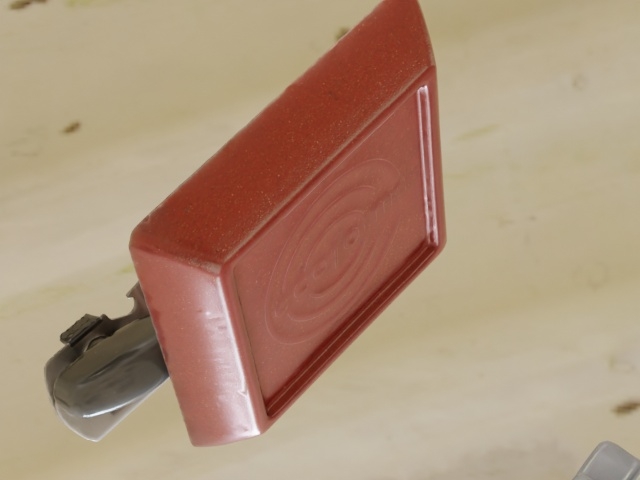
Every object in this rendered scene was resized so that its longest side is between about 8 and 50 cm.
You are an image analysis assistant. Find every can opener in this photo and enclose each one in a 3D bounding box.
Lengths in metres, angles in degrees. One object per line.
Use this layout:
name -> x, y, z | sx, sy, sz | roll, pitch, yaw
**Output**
can opener -> -0.075, 0.037, 1.184 | 0.280, 0.093, 0.074 | -43, -57, -27

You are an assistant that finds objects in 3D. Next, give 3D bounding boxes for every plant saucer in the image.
plant saucer -> 0.000, 0.000, 1.129 | 0.258, 0.047, 0.259 | -44, -30, -23

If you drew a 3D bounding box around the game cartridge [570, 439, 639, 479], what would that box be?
game cartridge -> 0.175, 0.230, 0.639 | 0.196, 0.294, 0.060 | -46, -18, -30
